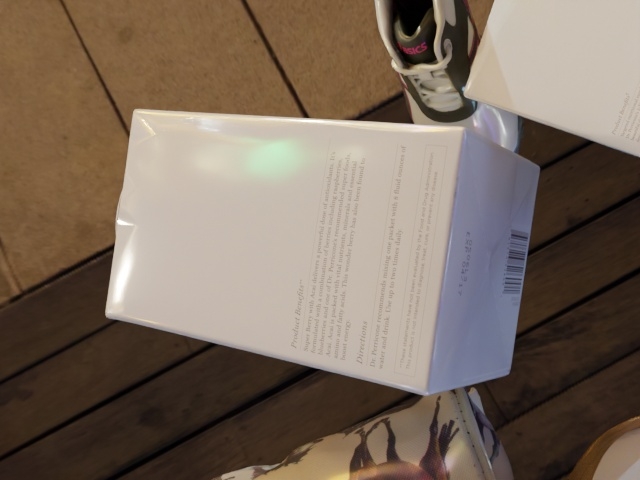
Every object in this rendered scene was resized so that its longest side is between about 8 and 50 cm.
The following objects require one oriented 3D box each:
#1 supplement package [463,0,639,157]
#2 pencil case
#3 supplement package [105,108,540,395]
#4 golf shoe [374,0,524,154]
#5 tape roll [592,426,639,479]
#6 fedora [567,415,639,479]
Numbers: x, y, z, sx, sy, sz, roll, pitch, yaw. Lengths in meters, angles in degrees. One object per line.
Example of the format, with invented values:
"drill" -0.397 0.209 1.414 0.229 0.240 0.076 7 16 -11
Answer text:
"supplement package" 0.257 -0.165 0.604 0.203 0.149 0.194 28 109 34
"pencil case" -0.025 0.260 0.714 0.410 0.183 0.159 -24 85 12
"supplement package" 0.000 0.000 0.640 0.293 0.175 0.177 9 92 31
"golf shoe" 0.097 -0.153 0.684 0.105 0.120 0.272 -7 118 31
"tape roll" 0.276 0.229 0.532 0.219 0.072 0.219 15 63 -31
"fedora" 0.267 0.234 0.679 0.194 0.079 0.194 1 86 -20
